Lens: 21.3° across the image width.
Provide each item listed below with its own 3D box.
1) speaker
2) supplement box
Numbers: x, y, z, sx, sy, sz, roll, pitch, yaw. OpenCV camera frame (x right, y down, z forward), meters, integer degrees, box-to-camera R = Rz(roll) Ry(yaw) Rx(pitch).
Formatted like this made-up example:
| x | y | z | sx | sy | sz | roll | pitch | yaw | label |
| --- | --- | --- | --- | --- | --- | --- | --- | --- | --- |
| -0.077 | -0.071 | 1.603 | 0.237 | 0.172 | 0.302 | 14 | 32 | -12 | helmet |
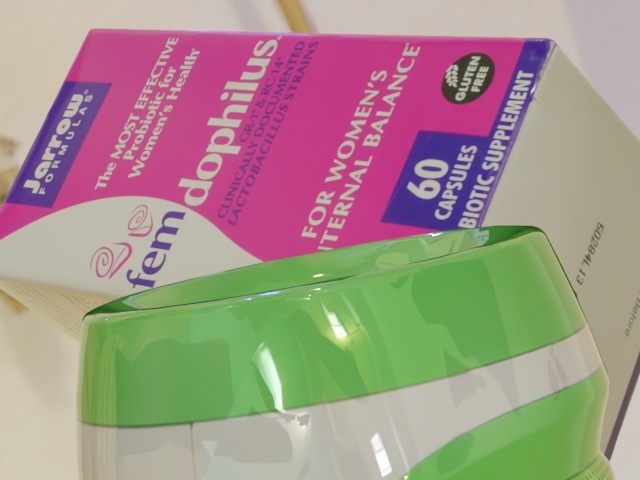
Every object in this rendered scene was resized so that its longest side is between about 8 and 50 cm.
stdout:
| x | y | z | sx | sy | sz | roll | pitch | yaw | label |
| --- | --- | --- | --- | --- | --- | --- | --- | --- | --- |
| 0.026 | 0.151 | 0.398 | 0.131 | 0.131 | 0.296 | -178 | -103 | -76 | speaker |
| 0.000 | 0.000 | 0.606 | 0.220 | 0.111 | 0.114 | 6 | -24 | 42 | supplement box |
